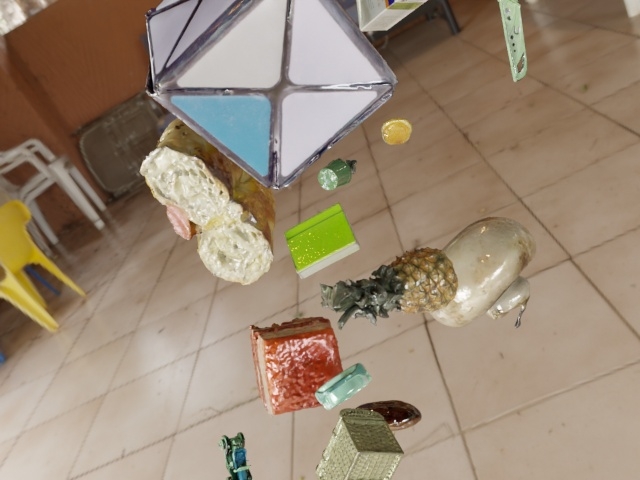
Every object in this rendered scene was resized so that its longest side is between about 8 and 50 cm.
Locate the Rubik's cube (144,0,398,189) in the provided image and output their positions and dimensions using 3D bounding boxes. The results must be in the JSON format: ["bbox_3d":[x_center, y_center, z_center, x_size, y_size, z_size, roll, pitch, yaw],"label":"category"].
[{"bbox_3d":[-0.094,-0.322,1.021,0.310,0.305,0.307,-37,42,16],"label":"Rubik's cube"}]

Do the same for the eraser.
[{"bbox_3d":[0.000,0.000,2.351,0.274,0.092,0.210,-27,61,9],"label":"eraser"}]

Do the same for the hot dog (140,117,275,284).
[{"bbox_3d":[-0.245,-0.124,1.363,0.196,0.367,0.366,-27,28,16],"label":"hot dog"}]

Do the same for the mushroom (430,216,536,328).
[{"bbox_3d":[0.465,0.112,1.646,0.362,0.294,0.362,-45,-9,-9],"label":"mushroom"}]

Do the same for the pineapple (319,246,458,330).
[{"bbox_3d":[0.121,0.088,1.053,0.247,0.128,0.128,-12,16,-23],"label":"pineapple"}]

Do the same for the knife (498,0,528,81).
[{"bbox_3d":[0.317,-0.416,0.987,0.043,0.293,0.019,-12,5,-24],"label":"knife"}]

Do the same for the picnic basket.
[{"bbox_3d":[0.086,0.530,1.427,0.154,0.134,0.197,-124,48,-57],"label":"picnic basket"}]

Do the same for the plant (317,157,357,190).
[{"bbox_3d":[0.038,-0.123,1.034,0.051,0.051,0.102,-12,15,37],"label":"plant"}]

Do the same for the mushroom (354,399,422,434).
[{"bbox_3d":[0.211,0.623,1.851,0.226,0.218,0.148,-4,4,8],"label":"mushroom"}]

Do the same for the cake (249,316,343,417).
[{"bbox_3d":[-0.073,0.400,1.913,0.269,0.270,0.319,-9,1,-14],"label":"cake"}]

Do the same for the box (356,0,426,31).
[{"bbox_3d":[0.202,-0.762,1.723,0.106,0.200,0.299,-8,4,-17],"label":"box"}]

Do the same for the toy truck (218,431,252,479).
[{"bbox_3d":[-0.251,0.661,1.770,0.080,0.154,0.078,1,-28,-34],"label":"toy truck"}]

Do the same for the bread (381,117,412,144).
[{"bbox_3d":[0.256,-0.366,1.962,0.110,0.110,0.025,-21,47,23],"label":"bread"}]

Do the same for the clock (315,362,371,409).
[{"bbox_3d":[0.060,0.398,1.588,0.159,0.066,0.211,-34,-16,-2],"label":"clock"}]
